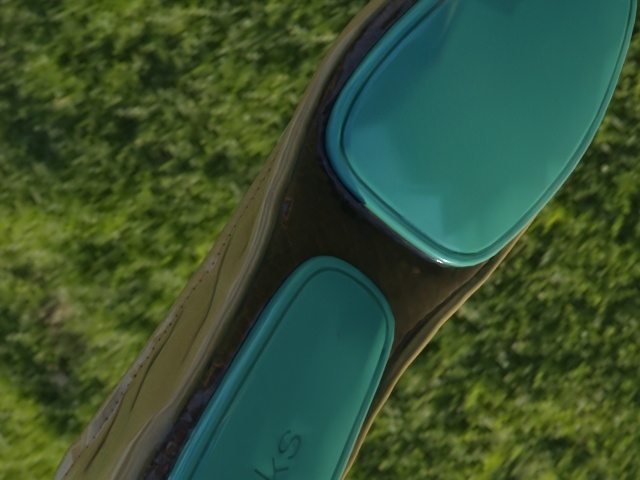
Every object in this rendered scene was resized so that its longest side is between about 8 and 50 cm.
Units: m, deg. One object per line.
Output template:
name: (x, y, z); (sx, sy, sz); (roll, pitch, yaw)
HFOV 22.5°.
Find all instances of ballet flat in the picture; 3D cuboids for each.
ballet flat: (0.000, 0.000, 0.426); (0.080, 0.232, 0.073); (46, 157, -26)
